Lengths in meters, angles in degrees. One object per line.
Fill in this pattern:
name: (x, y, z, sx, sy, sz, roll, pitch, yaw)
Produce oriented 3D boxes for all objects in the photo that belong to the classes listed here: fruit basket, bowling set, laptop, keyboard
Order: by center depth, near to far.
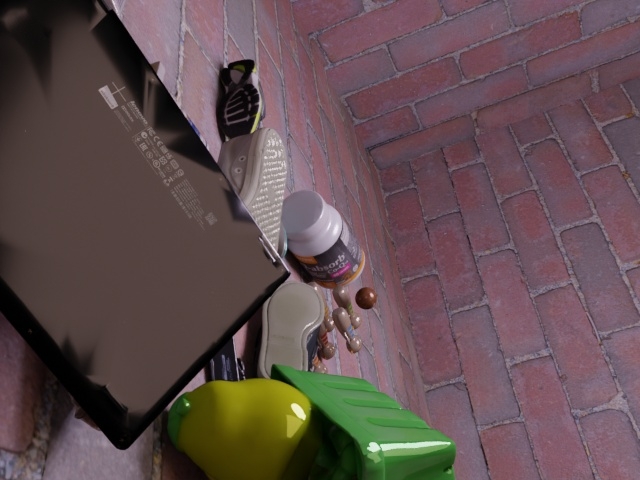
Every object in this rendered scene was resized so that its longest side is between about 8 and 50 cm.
laptop: (-0.236, -0.061, 0.710, 0.381, 0.236, 0.408, 57, 47, -15)
fruit basket: (-0.035, 0.326, 0.949, 0.392, 0.393, 0.282, -31, 122, -76)
keyboard: (-0.159, 0.219, 1.099, 0.108, 0.023, 0.180, 37, 37, -55)
bowling set: (0.058, 0.211, 1.596, 0.287, 0.200, 0.154, -78, 148, -57)

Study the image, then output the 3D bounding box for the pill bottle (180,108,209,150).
pill bottle: (-0.245, -0.176, 1.191, 0.120, 0.067, 0.067, 57, 20, -45)

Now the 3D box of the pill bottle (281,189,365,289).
pill bottle: (0.000, 0.000, 1.704, 0.278, 0.162, 0.162, 53, 23, -50)

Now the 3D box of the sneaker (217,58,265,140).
sneaker: (-0.174, -0.317, 1.579, 0.299, 0.111, 0.121, -92, 162, -44)

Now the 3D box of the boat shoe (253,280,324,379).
boat shoe: (-0.067, 0.208, 1.295, 0.340, 0.127, 0.113, -88, -165, -59)

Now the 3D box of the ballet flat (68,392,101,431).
ballet flat: (-0.235, 0.051, 0.827, 0.147, 0.147, 0.408, 52, 24, -53)

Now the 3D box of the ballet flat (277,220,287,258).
ballet flat: (-0.126, -0.046, 1.514, 0.068, 0.072, 0.213, 23, 42, -34)

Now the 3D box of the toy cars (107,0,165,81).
toy cars: (-0.329, -0.352, 1.060, 0.176, 0.087, 0.393, -24, 94, -76)

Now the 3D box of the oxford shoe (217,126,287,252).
oxford shoe: (-0.160, -0.034, 1.230, 0.169, 0.130, 0.449, 63, 26, -46)
